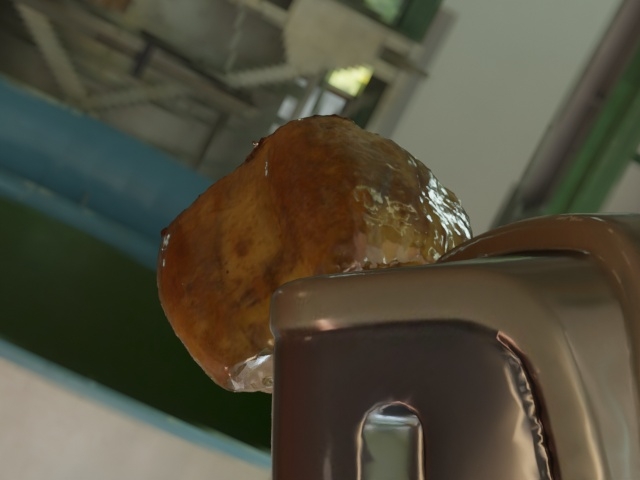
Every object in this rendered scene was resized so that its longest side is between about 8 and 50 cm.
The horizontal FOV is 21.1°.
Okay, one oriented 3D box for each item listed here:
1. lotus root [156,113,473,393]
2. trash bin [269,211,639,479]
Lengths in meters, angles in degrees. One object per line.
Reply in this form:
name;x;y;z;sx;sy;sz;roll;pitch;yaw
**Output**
lotus root;0.001;0.004;0.824;0.135;0.159;0.095;-105;-169;-58
trash bin;0.127;0.100;0.505;0.182;0.290;0.209;158;-68;-70
